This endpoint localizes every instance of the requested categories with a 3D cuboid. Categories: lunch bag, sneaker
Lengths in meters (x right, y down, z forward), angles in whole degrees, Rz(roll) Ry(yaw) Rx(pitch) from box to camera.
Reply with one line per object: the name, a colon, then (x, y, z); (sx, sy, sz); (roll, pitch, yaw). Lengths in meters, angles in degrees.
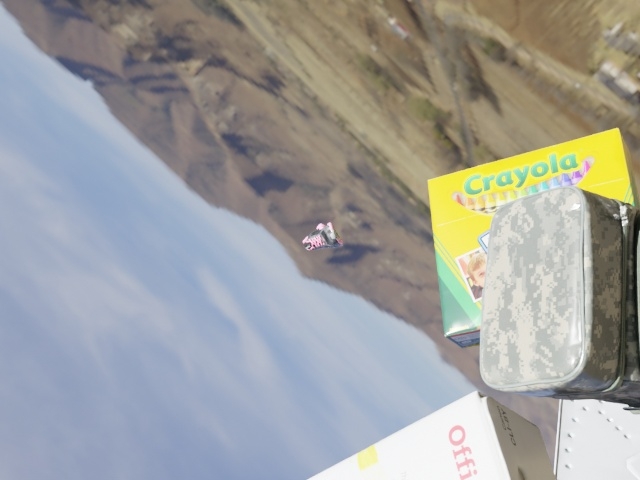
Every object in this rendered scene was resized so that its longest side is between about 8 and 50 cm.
lunch bag: (0.394, 0.087, 1.435); (0.256, 0.305, 0.213); (16, 159, -33)
sneaker: (0.000, 0.000, 1.712); (0.047, 0.057, 0.119); (62, 168, -4)

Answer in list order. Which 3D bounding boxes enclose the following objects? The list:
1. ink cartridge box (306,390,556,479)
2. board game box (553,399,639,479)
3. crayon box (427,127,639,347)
ink cartridge box: (0.113, 0.402, 1.197); (0.160, 0.385, 0.279); (32, -145, -43)
board game box: (0.618, 0.434, 1.780); (0.390, 0.050, 0.390); (12, -142, 9)
crayon box: (0.389, 0.001, 1.754); (0.106, 0.363, 0.313); (36, -135, -56)
